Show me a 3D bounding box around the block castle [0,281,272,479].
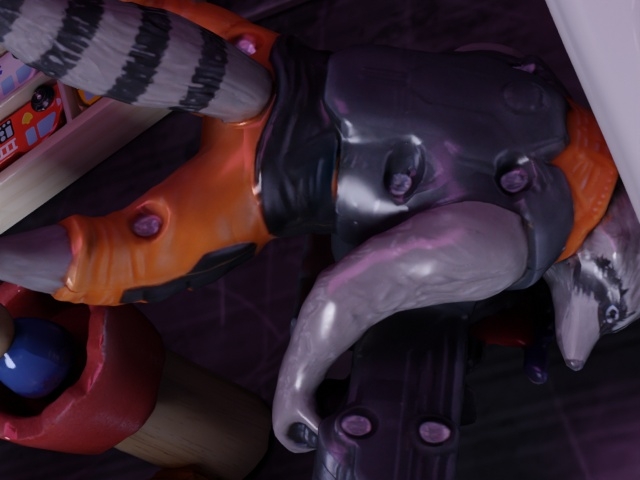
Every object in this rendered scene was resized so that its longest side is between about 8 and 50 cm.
[{"bbox_3d":[-0.269,0.155,0.920,0.453,0.213,0.303,1,69,37],"label":"block castle"}]

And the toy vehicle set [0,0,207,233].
[{"bbox_3d":[-0.186,-0.097,1.095,0.267,0.035,0.166,-34,53,18],"label":"toy vehicle set"}]

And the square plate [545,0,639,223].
[{"bbox_3d":[0.272,-0.042,0.642,0.347,0.049,0.344,-23,80,25],"label":"square plate"}]

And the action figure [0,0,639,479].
[{"bbox_3d":[0.000,0.000,0.748,0.178,0.330,0.341,111,163,-48],"label":"action figure"}]
